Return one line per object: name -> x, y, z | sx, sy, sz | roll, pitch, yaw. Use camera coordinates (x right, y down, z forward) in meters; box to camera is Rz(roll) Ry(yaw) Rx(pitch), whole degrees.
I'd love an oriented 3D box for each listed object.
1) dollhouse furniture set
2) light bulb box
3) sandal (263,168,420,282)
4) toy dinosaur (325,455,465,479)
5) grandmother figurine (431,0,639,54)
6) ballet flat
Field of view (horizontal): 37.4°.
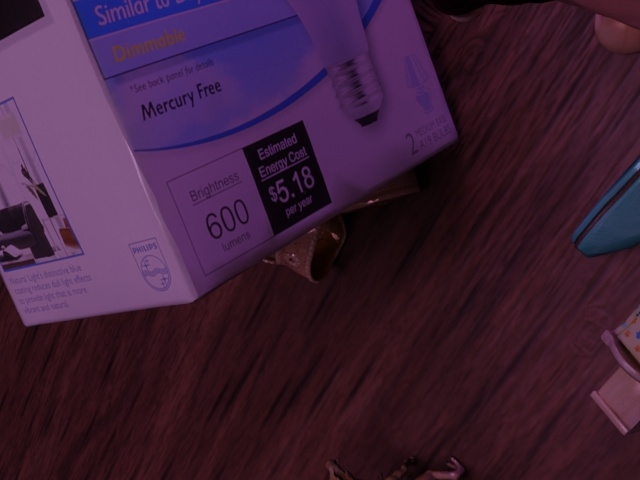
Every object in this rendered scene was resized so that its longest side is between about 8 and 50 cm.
dollhouse furniture set -> 0.275, 0.108, 0.642 | 0.161, 0.101, 0.182 | 54, 127, 34
light bulb box -> -0.117, -0.173, 0.754 | 0.225, 0.358, 0.361 | -11, 105, 42
sandal -> -0.004, 0.001, 0.914 | 0.240, 0.088, 0.079 | -17, 88, 36
toy dinosaur -> 0.089, 0.231, 0.849 | 0.183, 0.092, 0.053 | 2, 97, 43
grandmother figurine -> 0.152, -0.176, 0.569 | 0.208, 0.342, 0.104 | -35, 72, 40
ballet flat -> 0.271, -0.064, 0.657 | 0.087, 0.083, 0.247 | 38, 122, 17
